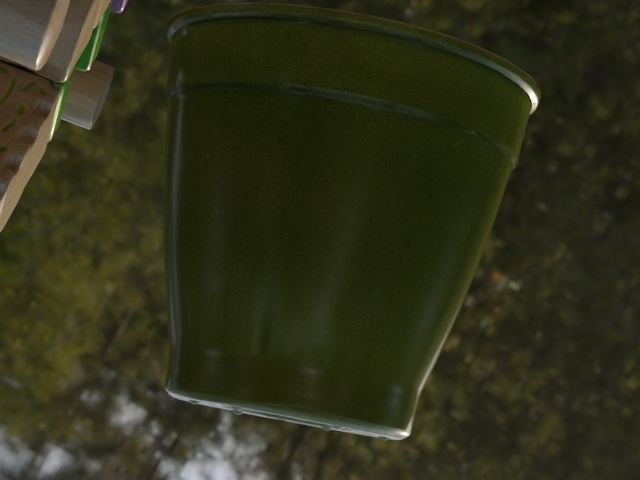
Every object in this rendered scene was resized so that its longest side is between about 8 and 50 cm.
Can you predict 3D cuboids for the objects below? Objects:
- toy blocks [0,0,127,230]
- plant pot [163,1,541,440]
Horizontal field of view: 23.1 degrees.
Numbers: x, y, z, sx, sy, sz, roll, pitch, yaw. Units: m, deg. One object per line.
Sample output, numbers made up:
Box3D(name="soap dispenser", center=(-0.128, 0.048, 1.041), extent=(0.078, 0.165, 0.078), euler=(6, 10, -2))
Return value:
Box3D(name="toy blocks", center=(-0.238, -0.143, 0.786), extent=(0.260, 0.309, 0.288), euler=(22, -136, -3))
Box3D(name="plant pot", center=(0.000, 0.000, 1.497), extent=(0.367, 0.352, 0.366), euler=(10, 171, 2))
